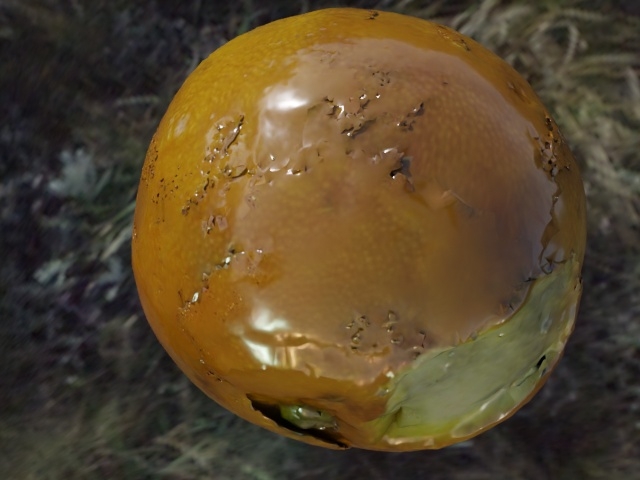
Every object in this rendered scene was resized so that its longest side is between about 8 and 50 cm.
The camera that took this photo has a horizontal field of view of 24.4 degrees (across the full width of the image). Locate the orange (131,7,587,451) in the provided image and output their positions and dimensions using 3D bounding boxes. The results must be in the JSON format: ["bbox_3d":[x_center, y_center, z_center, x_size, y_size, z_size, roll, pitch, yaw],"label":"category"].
[{"bbox_3d":[0.019,-0.004,0.768,0.240,0.240,0.240,5,75,-19],"label":"orange"}]
